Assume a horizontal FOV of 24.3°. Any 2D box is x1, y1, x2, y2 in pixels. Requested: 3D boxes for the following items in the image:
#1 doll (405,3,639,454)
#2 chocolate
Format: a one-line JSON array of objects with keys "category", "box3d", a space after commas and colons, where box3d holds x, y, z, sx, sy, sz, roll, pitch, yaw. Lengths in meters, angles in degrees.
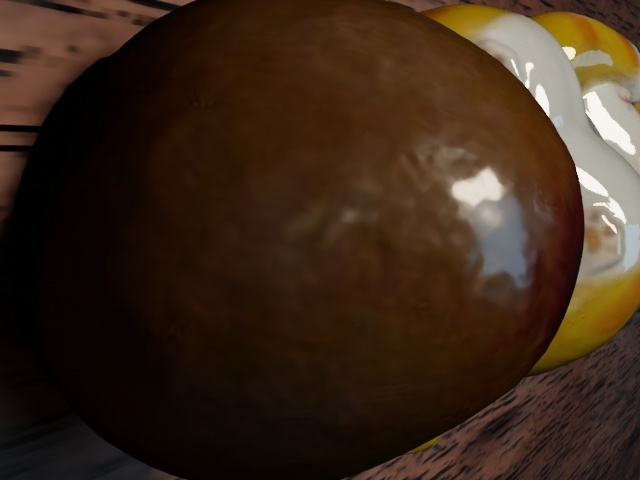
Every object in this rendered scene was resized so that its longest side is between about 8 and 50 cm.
[{"category": "doll", "box3d": [0.085, -0.024, 0.703, 0.166, 0.162, 0.270, 64, 28, 1]}, {"category": "chocolate", "box3d": [0.000, 0.000, 0.461, 0.177, 0.177, 0.176, 6, 90, -71]}]
